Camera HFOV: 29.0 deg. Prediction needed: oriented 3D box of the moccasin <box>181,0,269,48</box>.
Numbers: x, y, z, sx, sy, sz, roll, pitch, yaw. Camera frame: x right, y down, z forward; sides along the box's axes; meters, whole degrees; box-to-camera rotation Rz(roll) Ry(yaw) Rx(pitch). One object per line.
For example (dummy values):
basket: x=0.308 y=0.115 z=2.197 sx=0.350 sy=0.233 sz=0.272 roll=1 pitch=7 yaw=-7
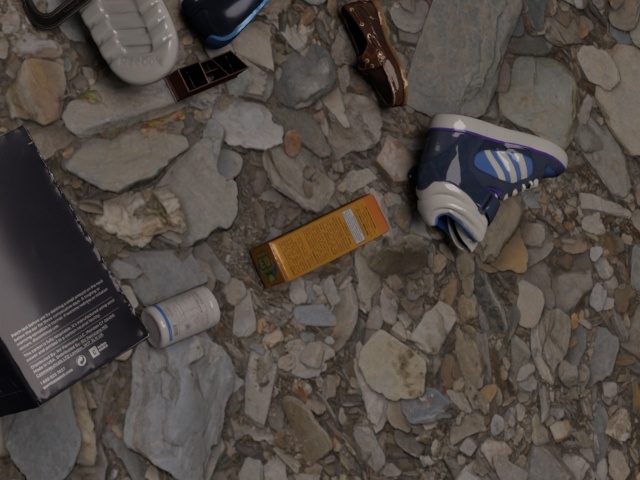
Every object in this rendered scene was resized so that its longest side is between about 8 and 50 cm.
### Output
moccasin: x=-0.101 y=-0.474 z=2.092 sx=0.117 sy=0.137 sz=0.342 roll=44 pitch=59 yaw=-11

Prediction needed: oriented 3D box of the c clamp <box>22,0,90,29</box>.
c clamp: x=-0.405 y=-0.411 z=1.911 sx=0.160 sy=0.022 sz=0.137 roll=-41 pitch=84 yaw=10

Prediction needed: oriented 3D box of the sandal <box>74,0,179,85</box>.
sandal: x=-0.330 y=-0.439 z=1.954 sx=0.102 sy=0.169 sz=0.416 roll=-2 pitch=76 yaw=-77

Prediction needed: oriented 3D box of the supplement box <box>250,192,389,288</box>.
supplement box: x=0.000 y=0.000 z=2.077 sx=0.233 sy=0.078 sz=0.080 roll=-29 pitch=94 yaw=-34

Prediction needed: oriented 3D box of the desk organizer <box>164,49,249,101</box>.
desk organizer: x=-0.187 y=-0.277 z=2.043 sx=0.130 sy=0.050 sz=0.047 roll=-28 pitch=94 yaw=-33

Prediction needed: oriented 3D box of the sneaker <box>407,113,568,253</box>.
sneaker: x=0.309 y=-0.084 z=2.269 sx=0.322 sy=0.130 sz=0.236 roll=14 pitch=81 yaw=-33

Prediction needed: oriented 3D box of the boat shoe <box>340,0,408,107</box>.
boat shoe: x=0.093 y=-0.331 z=2.217 sx=0.073 sy=0.073 sz=0.207 roll=-15 pitch=80 yaw=-31

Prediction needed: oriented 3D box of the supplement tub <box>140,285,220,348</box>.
supplement tub: x=-0.218 y=0.119 z=1.920 sx=0.107 sy=0.071 sz=0.071 roll=-22 pitch=90 yaw=-34

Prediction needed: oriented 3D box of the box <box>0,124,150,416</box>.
box: x=-0.434 y=0.059 z=1.641 sx=0.179 sy=0.343 sz=0.313 roll=-33 pitch=96 yaw=-32
